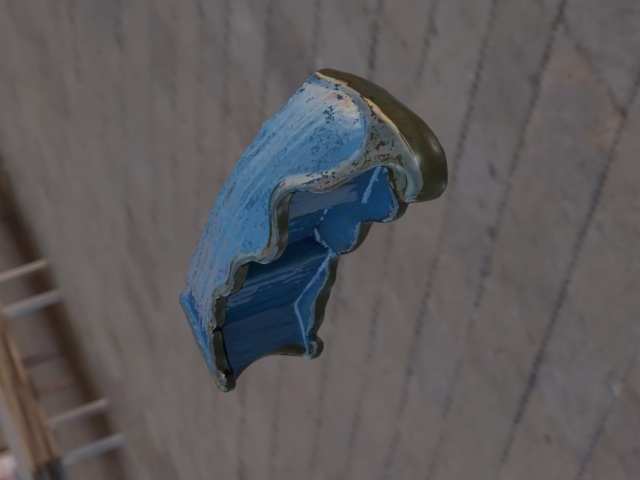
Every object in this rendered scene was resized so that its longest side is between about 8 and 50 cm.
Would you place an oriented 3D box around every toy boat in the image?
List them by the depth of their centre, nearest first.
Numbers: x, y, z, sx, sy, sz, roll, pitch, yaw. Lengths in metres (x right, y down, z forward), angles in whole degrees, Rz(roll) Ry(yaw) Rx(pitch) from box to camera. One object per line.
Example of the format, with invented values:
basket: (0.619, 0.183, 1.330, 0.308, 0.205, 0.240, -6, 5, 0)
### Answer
toy boat: (0.000, 0.000, 0.745, 0.077, 0.075, 0.185, 54, 141, 22)
